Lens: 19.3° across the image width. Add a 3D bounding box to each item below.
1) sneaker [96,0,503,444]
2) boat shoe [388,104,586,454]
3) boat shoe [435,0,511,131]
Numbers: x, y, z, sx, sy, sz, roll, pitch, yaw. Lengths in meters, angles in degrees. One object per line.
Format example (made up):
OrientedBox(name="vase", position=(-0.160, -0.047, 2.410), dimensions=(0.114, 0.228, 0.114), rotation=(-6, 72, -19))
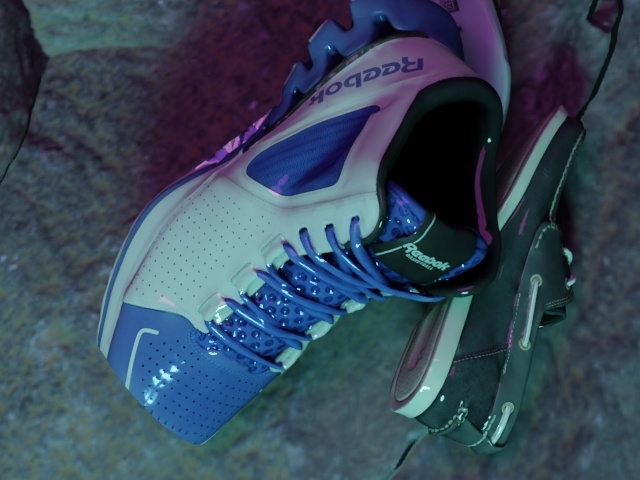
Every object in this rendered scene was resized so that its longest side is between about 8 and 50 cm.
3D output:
OrientedBox(name="sneaker", position=(0.001, -0.001, 1.138), dimensions=(0.315, 0.127, 0.182), rotation=(-52, 32, 6))
OrientedBox(name="boat shoe", position=(0.120, 0.022, 1.177), dimensions=(0.079, 0.084, 0.233), rotation=(28, 67, -8))
OrientedBox(name="boat shoe", position=(0.098, -0.147, 1.267), dimensions=(0.065, 0.083, 0.183), rotation=(-9, 90, 19))
